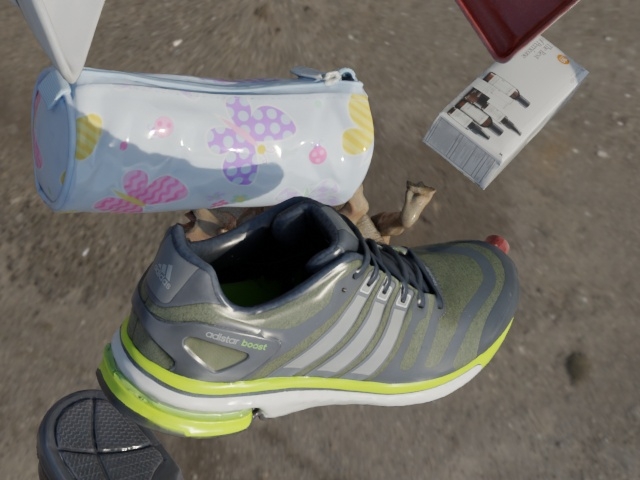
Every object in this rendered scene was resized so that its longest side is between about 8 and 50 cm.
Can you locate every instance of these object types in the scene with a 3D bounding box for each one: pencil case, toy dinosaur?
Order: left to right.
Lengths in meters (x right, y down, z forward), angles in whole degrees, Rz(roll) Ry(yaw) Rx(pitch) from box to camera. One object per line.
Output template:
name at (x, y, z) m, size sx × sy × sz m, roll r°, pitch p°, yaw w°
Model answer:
pencil case at (-0.092, -0.082, 0.955) m, size 0.273 × 0.113 × 0.124 m, roll -4°, pitch 148°, yaw -27°
toy dinosaur at (0.000, 0.000, 1.247) m, size 0.296 × 0.127 × 0.200 m, roll 37°, pitch 119°, yaw 33°

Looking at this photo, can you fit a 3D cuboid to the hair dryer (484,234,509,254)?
hair dryer at (0.144, 0.052, 1.677) m, size 0.294 × 0.080 × 0.223 m, roll -13°, pitch 70°, yaw -22°

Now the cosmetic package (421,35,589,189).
cosmetic package at (0.234, -0.168, 1.484) m, size 0.099 × 0.239 × 0.060 m, roll 40°, pitch 141°, yaw 7°

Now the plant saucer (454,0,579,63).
plant saucer at (0.218, -0.352, 1.201) m, size 0.258 × 0.048 × 0.259 m, roll -40°, pitch 68°, yaw 28°

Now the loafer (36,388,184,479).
loafer at (-0.112, 0.250, 0.866) m, size 0.109 × 0.095 × 0.302 m, roll -23°, pitch 71°, yaw -37°

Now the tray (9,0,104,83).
tray at (-0.121, -0.213, 0.563) m, size 0.030 × 0.270 × 0.145 m, roll -4°, pitch 138°, yaw 12°

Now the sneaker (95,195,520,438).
sneaker at (0.016, 0.035, 0.737) m, size 0.300 × 0.111 × 0.121 m, roll -10°, pitch 135°, yaw -36°
